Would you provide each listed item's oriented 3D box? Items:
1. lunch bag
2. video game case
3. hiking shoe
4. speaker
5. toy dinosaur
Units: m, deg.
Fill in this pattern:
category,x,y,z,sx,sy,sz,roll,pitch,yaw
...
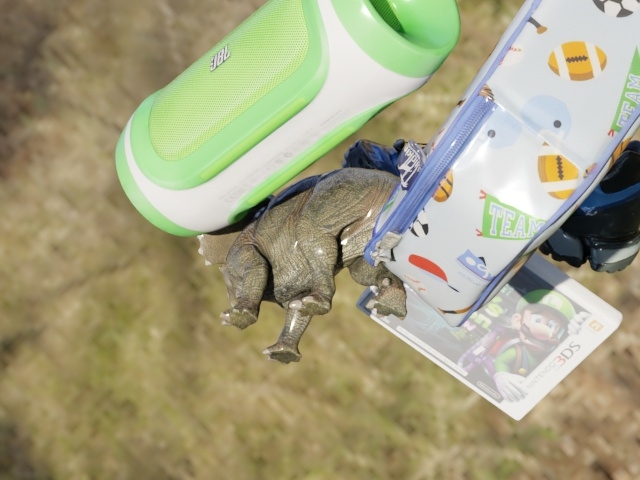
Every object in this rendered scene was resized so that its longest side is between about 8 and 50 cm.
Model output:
category,x,y,z,sx,sy,sz,roll,pitch,yaw
lunch bag,0.149,-0.085,1.395,0.303,0.115,0.243,-52,-1,-23
video game case,0.149,0.063,1.786,0.173,0.190,0.022,-51,5,45
hiking shoe,0.175,-0.071,1.926,0.113,0.304,0.132,-74,-3,-67
speaker,-0.031,-0.114,1.520,0.296,0.131,0.131,-35,13,39
toy dinosaur,0.000,0.000,1.604,0.313,0.121,0.160,-25,50,37
